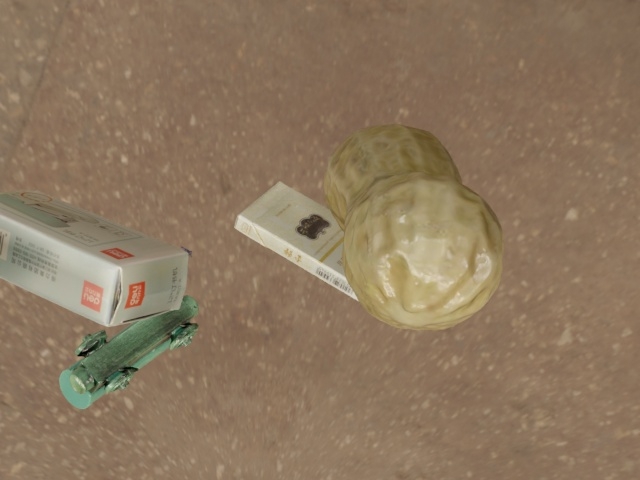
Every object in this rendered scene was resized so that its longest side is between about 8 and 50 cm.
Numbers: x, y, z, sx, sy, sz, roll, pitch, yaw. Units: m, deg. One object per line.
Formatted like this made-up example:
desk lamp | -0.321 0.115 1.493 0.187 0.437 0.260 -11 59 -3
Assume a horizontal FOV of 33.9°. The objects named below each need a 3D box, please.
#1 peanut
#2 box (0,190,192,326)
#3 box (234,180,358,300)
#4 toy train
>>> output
peanut | 0.067 -0.016 0.859 0.120 0.298 0.136 15 111 -13
box | -0.299 0.016 1.264 0.269 0.135 0.079 21 107 27
box | 0.000 0.000 1.136 0.167 0.024 0.090 30 39 15
toy train | -0.298 0.172 1.642 0.248 0.159 0.101 -35 85 -39
